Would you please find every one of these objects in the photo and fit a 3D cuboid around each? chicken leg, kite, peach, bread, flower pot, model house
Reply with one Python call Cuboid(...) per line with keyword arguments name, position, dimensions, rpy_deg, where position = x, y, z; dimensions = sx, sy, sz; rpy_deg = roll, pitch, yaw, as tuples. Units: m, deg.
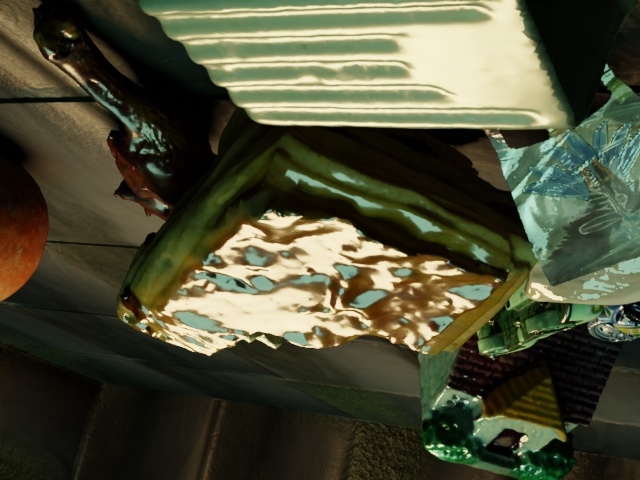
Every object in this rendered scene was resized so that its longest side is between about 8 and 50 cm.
Cuboid(name="chicken leg", position=(-0.181, -0.108, 1.041), dimensions=(0.158, 0.095, 0.407), rpy_deg=(28, 165, 18))
Cuboid(name="kite", position=(0.203, -0.089, 0.780), dimensions=(0.169, 0.015, 0.310), rpy_deg=(-26, 126, 19))
Cuboid(name="peach", position=(-0.478, -0.019, 1.288), dimensions=(0.253, 0.252, 0.252), rpy_deg=(11, 162, 4))
Cuboid(name="bread", position=(0.000, 0.000, 0.984), dimensions=(0.314, 0.191, 0.370), rpy_deg=(20, 143, -21))
Cuboid(name="flower pot", position=(0.042, -0.173, 0.480), dimensions=(0.190, 0.209, 0.239), rpy_deg=(4, 162, 28))
Cuboid(name="model house", position=(0.318, 0.199, 1.495), dimensions=(0.281, 0.229, 0.248), rpy_deg=(16, 138, -18))

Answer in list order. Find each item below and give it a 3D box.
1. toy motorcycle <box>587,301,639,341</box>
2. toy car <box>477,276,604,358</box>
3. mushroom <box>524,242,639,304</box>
Cuboid(name="toy motorcycle", position=(0.436, 0.080, 1.195), dimensions=(0.255, 0.092, 0.135), rpy_deg=(-11, 143, 33))
Cuboid(name="toy car", position=(0.258, 0.051, 1.162), dimensions=(0.125, 0.136, 0.306), rpy_deg=(-7, 166, -8))
Cuboid(name="mushroom", position=(0.345, -0.008, 0.909), dimensions=(0.329, 0.122, 0.159), rpy_deg=(2, 140, 23))
